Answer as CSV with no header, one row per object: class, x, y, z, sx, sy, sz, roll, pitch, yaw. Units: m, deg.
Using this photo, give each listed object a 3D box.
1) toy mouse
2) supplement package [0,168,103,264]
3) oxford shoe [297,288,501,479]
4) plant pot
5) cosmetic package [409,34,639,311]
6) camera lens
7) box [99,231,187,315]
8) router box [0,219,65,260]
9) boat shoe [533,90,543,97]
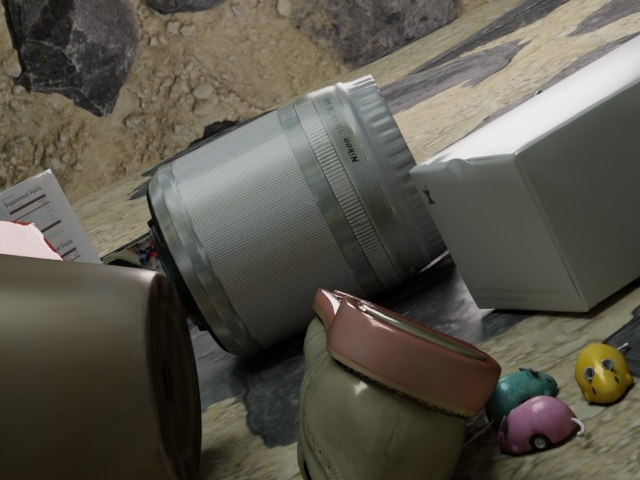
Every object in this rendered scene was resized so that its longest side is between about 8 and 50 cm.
toy mouse,0.151,0.115,1.222,0.143,0.031,0.161,-24,11,14
supplement package,-0.334,0.063,1.996,0.139,0.244,0.134,-25,6,25
oxford shoe,0.034,0.122,1.202,0.397,0.140,0.146,35,-102,-84
plant pot,-0.259,0.140,1.472,0.280,0.323,0.323,-8,14,8
cosmetic package,0.289,-0.089,1.519,0.365,0.155,0.197,-32,11,-19
camera lens,-0.026,-0.023,1.779,0.274,0.219,0.219,-26,11,3
box,-0.256,0.078,2.130,0.207,0.114,0.036,-30,11,-10
router box,-0.453,0.123,1.726,0.301,0.082,0.335,5,-55,-53
boat shoe,0.267,-0.117,1.876,0.079,0.095,0.254,-2,34,40
